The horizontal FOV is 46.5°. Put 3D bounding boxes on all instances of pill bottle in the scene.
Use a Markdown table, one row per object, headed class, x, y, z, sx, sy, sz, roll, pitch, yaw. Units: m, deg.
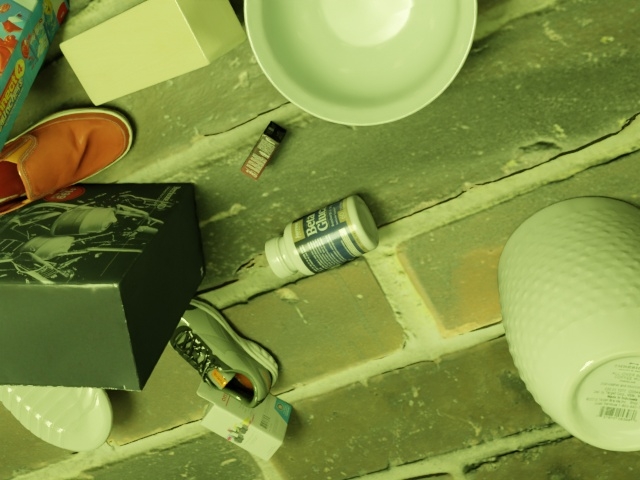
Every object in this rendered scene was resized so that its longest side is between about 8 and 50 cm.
| class | x | y | z | sx | sy | sz | roll | pitch | yaw |
| --- | --- | --- | --- | --- | --- | --- | --- | --- | --- |
| pill bottle | 0.000 | 0.000 | 1.196 | 0.169 | 0.094 | 0.094 | -23 | 112 | 18 |

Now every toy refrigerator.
| class | x | y | z | sx | sy | sz | roll | pitch | yaw |
| --- | --- | --- | --- | --- | --- | --- | --- | --- | --- |
| toy refrigerator | -0.234 | -0.276 | 1.030 | 0.270 | 0.094 | 0.102 | -7 | 120 | 42 |

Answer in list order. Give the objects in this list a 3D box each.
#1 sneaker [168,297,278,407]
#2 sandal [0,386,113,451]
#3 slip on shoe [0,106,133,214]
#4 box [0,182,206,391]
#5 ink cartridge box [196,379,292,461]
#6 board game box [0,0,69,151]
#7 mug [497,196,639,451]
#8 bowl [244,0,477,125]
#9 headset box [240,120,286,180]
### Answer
| class | x | y | z | sx | sy | sz | roll | pitch | yaw |
| --- | --- | --- | --- | --- | --- | --- | --- | --- | --- |
| sneaker | -0.195 | 0.196 | 1.321 | 0.272 | 0.108 | 0.100 | 36 | 118 | -9 |
| sandal | -0.550 | 0.231 | 1.401 | 0.416 | 0.102 | 0.169 | 34 | 102 | 4 |
| slip on shoe | -0.438 | -0.107 | 1.129 | 0.331 | 0.101 | 0.123 | -24 | 129 | -21 |
| box | -0.376 | 0.054 | 1.138 | 0.313 | 0.343 | 0.178 | 1 | 117 | 7 |
| ink cartridge box | -0.151 | 0.313 | 1.376 | 0.181 | 0.104 | 0.061 | 32 | 117 | -8 |
| board game box | -0.555 | -0.269 | 1.025 | 0.308 | 0.301 | 0.086 | 13 | 156 | 1 |
| mug | 0.453 | 0.142 | 1.073 | 0.374 | 0.328 | 0.276 | 18 | 119 | -1 |
| bowl | 0.057 | -0.315 | 1.000 | 0.298 | 0.134 | 0.297 | 4 | 119 | 7 |
| headset box | -0.090 | -0.136 | 1.156 | 0.032 | 0.062 | 0.083 | 31 | 116 | -7 |
